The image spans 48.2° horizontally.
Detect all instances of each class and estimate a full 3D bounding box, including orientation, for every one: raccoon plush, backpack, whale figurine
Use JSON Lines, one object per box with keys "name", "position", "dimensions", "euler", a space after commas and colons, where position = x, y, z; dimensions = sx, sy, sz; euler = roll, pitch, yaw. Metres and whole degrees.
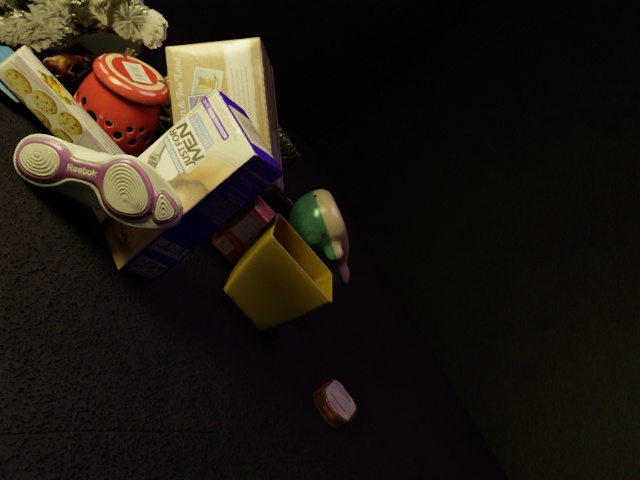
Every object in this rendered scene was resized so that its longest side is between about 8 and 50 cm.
{"name": "raccoon plush", "position": [-0.581, -0.533, 1.619], "dimensions": [0.446, 0.216, 0.299], "euler": [21, 24, -22]}
{"name": "backpack", "position": [-0.622, -0.656, 2.004], "dimensions": [0.290, 0.273, 0.355], "euler": [37, 4, -30]}
{"name": "whale figurine", "position": [0.000, 0.000, 1.903], "dimensions": [0.216, 0.141, 0.272], "euler": [-112, -175, -56]}

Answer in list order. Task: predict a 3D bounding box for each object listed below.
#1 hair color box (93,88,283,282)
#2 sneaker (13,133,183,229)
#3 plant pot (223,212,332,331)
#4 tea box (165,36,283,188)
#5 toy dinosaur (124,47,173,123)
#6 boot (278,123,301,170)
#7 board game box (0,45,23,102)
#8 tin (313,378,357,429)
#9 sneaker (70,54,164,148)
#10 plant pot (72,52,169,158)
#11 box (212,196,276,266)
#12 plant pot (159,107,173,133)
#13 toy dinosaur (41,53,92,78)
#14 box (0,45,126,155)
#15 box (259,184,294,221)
{"name": "hair color box", "position": [-0.257, -0.099, 1.344], "dimensions": [0.110, 0.339, 0.185], "euler": [30, 24, -57]}
{"name": "sneaker", "position": [-0.377, -0.108, 1.276], "dimensions": [0.305, 0.114, 0.152], "euler": [24, 1, 4]}
{"name": "plant pot", "position": [-0.109, 0.093, 1.720], "dimensions": [0.212, 0.187, 0.212], "euler": [48, 12, -12]}
{"name": "tea box", "position": [-0.217, -0.275, 1.712], "dimensions": [0.323, 0.220, 0.329], "euler": [-55, 139, -87]}
{"name": "toy dinosaur", "position": [-0.442, -0.383, 1.875], "dimensions": [0.127, 0.295, 0.200], "euler": [106, -10, -63]}
{"name": "boot", "position": [-0.252, -0.311, 2.239], "dimensions": [0.348, 0.260, 0.131], "euler": [45, 13, -29]}
{"name": "board game box", "position": [-0.619, -0.320, 1.410], "dimensions": [0.133, 0.033, 0.169], "euler": [58, 12, -5]}
{"name": "tin", "position": [0.038, 0.394, 1.741], "dimensions": [0.106, 0.040, 0.189], "euler": [49, 11, 8]}
{"name": "sneaker", "position": [-0.502, -0.328, 1.776], "dimensions": [0.300, 0.111, 0.121], "euler": [51, -7, -6]}
{"name": "plant pot", "position": [-0.439, -0.300, 1.563], "dimensions": [0.191, 0.174, 0.191], "euler": [24, 31, -15]}
{"name": "box", "position": [-0.130, 0.037, 1.903], "dimensions": [0.300, 0.154, 0.142], "euler": [46, 12, -20]}
{"name": "plant pot", "position": [-0.434, -0.332, 2.013], "dimensions": [0.134, 0.095, 0.134], "euler": [49, 11, -13]}
{"name": "toy dinosaur", "position": [-0.581, -0.387, 1.564], "dimensions": [0.064, 0.112, 0.211], "euler": [54, 17, -7]}
{"name": "box", "position": [-0.503, -0.238, 1.434], "dimensions": [0.324, 0.067, 0.063], "euler": [52, 13, -30]}
{"name": "box", "position": [-0.217, -0.135, 2.070], "dimensions": [0.270, 0.165, 0.143], "euler": [39, 16, -46]}
